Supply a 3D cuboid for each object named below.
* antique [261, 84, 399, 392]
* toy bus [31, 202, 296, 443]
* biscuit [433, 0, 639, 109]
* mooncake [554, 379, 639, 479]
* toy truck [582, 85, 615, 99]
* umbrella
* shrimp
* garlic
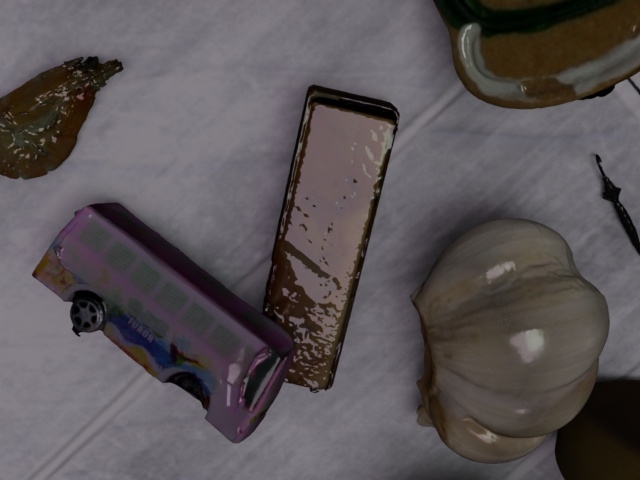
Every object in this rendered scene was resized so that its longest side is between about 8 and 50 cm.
[{"bbox_3d":[0.000,0.000,0.901,0.093,0.087,0.309,12,105,-5],"label":"antique"},{"bbox_3d":[-0.154,0.079,0.868,0.274,0.090,0.112,37,102,7],"label":"toy bus"},{"bbox_3d":[0.219,-0.297,0.757,0.287,0.057,0.343,-10,89,33],"label":"biscuit"},{"bbox_3d":[0.369,0.241,0.925,0.235,0.235,0.117,2,110,-4],"label":"mooncake"},{"bbox_3d":[0.268,-0.244,0.832,0.126,0.113,0.208,46,115,22],"label":"toy truck"},{"bbox_3d":[0.334,-0.030,0.948,0.022,0.022,0.148,-22,107,30],"label":"umbrella"},{"bbox_3d":[-0.275,-0.131,0.876,0.184,0.043,0.091,-38,111,13],"label":"shrimp"},{"bbox_3d":[0.212,0.110,0.897,0.203,0.185,0.281,-13,106,-17],"label":"garlic"}]
